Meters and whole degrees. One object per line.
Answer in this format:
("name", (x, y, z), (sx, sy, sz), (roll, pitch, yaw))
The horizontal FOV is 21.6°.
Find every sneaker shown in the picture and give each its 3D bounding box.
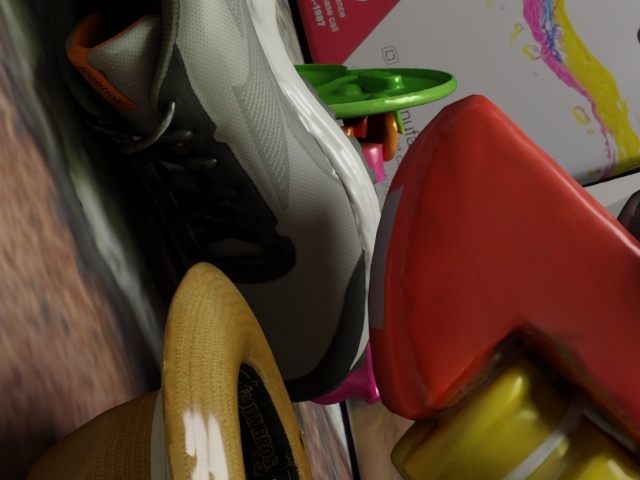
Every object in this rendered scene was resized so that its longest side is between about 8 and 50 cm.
("sneaker", (-0.053, -0.050, 0.683), (0.108, 0.100, 0.271), (-43, 122, -48))

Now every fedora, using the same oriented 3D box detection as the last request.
("fedora", (-0.044, 0.102, 0.527), (0.194, 0.079, 0.194), (-13, 90, -85))

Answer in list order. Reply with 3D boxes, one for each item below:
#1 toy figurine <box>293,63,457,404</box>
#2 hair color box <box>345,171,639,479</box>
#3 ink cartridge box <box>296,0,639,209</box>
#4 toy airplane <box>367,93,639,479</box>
("toy figurine", (0.000, 0.000, 0.831), (0.173, 0.130, 0.159), (-147, -129, -69))
("hair color box", (0.185, 0.065, 0.938), (0.110, 0.339, 0.185), (41, 35, -64))
("ink cartridge box", (0.151, -0.142, 1.118), (0.131, 0.306, 0.226), (10, 64, -76))
("toy airplane", (0.126, 0.181, 0.648), (0.386, 0.272, 0.384), (74, -10, -46))
